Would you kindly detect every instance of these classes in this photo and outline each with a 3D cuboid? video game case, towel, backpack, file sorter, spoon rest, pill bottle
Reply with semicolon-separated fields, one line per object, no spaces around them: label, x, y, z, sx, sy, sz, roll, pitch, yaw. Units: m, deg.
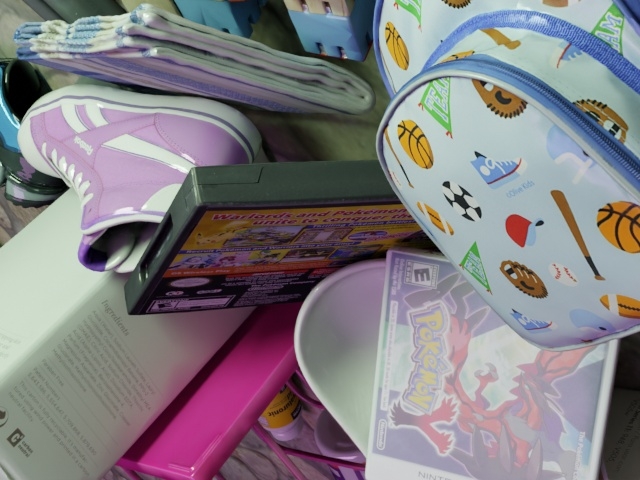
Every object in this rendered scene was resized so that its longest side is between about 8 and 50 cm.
video game case;0.000;0.000;0.774;0.248;0.275;0.035;135;127;-60
towel;-0.112;-0.140;0.771;0.209;0.034;0.285;11;-179;-34
video game case;0.130;0.116;0.744;0.183;0.023;0.201;10;104;21
backpack;0.150;-0.079;0.539;0.263;0.213;0.276;52;153;3
file sorter;-0.041;0.170;0.982;0.202;0.291;0.182;-5;129;51
spoon rest;0.057;0.137;0.832;0.084;0.137;0.276;-114;11;-58
pill bottle;-0.061;0.214;1.278;0.065;0.065;0.116;17;142;37
pill bottle;0.074;0.281;1.165;0.108;0.108;0.193;12;138;41

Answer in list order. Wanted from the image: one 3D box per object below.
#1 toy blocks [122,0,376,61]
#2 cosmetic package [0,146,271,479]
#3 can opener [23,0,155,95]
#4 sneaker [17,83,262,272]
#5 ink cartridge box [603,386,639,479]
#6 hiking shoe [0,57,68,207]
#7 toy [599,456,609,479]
toy blocks;-0.109;-0.245;0.655;0.381;0.191;0.261;13;158;21
cosmetic package;-0.214;0.060;0.945;0.217;0.385;0.156;11;136;46
can opener;-0.227;-0.186;0.885;0.076;0.095;0.283;14;160;42
sneaker;-0.203;-0.052;0.855;0.282;0.161;0.102;4;145;38
ink cartridge box;0.264;0.243;0.885;0.353;0.119;0.207;2;130;48
hiking shoe;-0.389;-0.182;1.146;0.304;0.113;0.132;43;120;10
toy;0.155;0.122;0.798;0.137;0.056;0.237;-27;76;54
